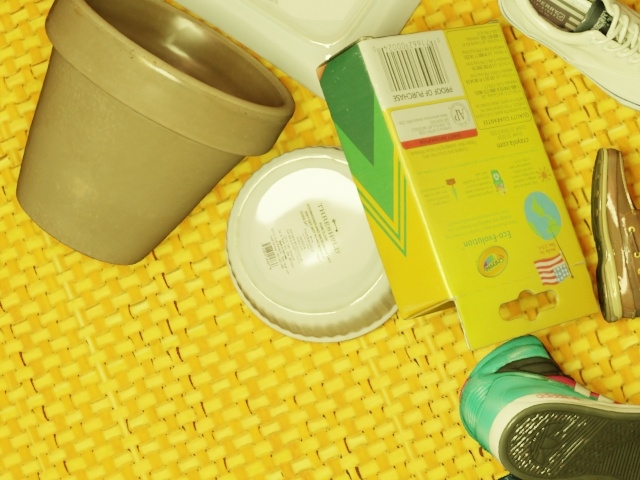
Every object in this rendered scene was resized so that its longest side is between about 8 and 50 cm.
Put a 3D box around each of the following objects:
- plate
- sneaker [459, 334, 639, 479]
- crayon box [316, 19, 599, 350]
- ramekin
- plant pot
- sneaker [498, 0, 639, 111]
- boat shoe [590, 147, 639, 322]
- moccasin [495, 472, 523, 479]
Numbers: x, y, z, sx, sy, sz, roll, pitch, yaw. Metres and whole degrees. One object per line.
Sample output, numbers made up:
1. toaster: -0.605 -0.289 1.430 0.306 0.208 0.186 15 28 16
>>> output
1. plate: -0.011 -0.324 1.974 0.277 0.045 0.278 34 89 7
2. sneaker: 0.253 0.180 1.860 0.295 0.178 0.123 17 104 -32
3. crayon box: 0.138 -0.050 1.856 0.081 0.202 0.318 -28 78 48
4. ramekin: 0.000 0.000 1.908 0.207 0.109 0.207 -1 85 6
5. plant pot: -0.194 -0.107 1.887 0.263 0.263 0.229 35 105 8
6. sneaker: 0.295 -0.201 1.905 0.258 0.091 0.094 26 88 8
7. boat shoe: 0.309 -0.007 1.903 0.060 0.064 0.178 -5 90 0
8. moccasin: 0.048 0.316 1.791 0.342 0.138 0.117 -35 77 1
